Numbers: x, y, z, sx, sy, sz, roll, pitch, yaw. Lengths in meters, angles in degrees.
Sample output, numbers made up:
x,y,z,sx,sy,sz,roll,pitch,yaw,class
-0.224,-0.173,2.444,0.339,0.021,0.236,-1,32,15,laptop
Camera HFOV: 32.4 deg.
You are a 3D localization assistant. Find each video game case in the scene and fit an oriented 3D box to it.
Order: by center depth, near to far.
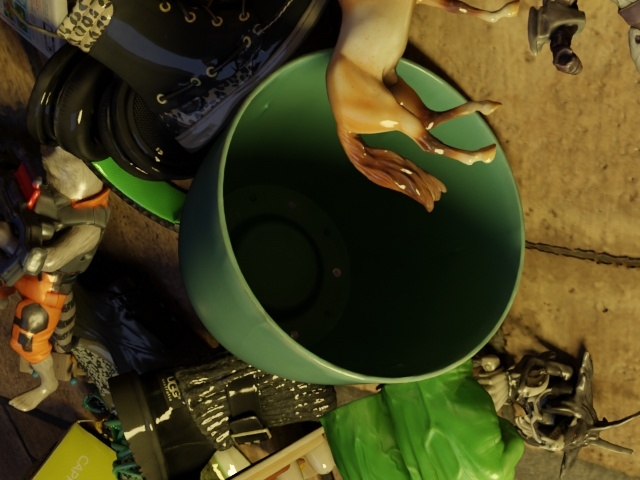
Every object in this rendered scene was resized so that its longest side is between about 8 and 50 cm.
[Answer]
x,y,z,sx,sy,sz,roll,pitch,yaw,class
-0.324,-0.286,1.195,0.143,0.019,0.157,40,145,24,video game case

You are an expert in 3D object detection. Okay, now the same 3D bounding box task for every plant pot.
x,y,z,sx,sy,sz,roll,pitch,yaw,class
0.000,0.000,1.021,0.293,0.293,0.235,48,151,-9,plant pot

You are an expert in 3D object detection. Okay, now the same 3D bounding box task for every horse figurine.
x,y,z,sx,sy,sz,roll,pitch,yaw,class
0.067,-0.157,0.895,0.174,0.066,0.263,9,97,7,horse figurine

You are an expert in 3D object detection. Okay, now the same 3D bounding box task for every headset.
x,y,z,sx,sy,sz,roll,pitch,yaw,class
-0.193,-0.161,1.169,0.243,0.185,0.394,16,151,35,headset

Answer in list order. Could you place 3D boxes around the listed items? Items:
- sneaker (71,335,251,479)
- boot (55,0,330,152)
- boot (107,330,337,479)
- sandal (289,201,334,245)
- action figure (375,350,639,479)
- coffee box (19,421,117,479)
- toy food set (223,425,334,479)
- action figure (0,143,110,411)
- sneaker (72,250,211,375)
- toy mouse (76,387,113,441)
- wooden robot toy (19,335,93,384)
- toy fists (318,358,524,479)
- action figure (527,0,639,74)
x,y,z,sx,sy,sz,roll,pitch,yaw,class
-0.244,0.310,1.600,0.158,0.182,0.410,-20,112,49,sneaker
-0.111,-0.208,0.987,0.178,0.085,0.236,38,119,-15,boot
-0.112,0.218,1.379,0.348,0.260,0.131,99,149,-67,boot
-0.008,-0.015,1.189,0.180,0.049,0.072,43,142,-3,sandal
0.181,0.175,1.145,0.276,0.141,0.164,18,126,29,action figure
-0.423,0.572,1.859,0.338,0.337,0.334,39,143,-7,coffee box
-0.094,0.347,1.426,0.092,0.306,0.220,61,143,8,toy food set
-0.359,-0.007,1.397,0.330,0.178,0.341,-62,38,28,action figure
-0.248,0.110,1.478,0.286,0.109,0.130,32,135,8,sneaker
-0.327,0.276,1.760,0.161,0.031,0.143,25,140,19,toy mouse
-0.395,0.176,1.713,0.173,0.076,0.079,4,94,38,wooden robot toy
0.098,0.209,1.077,0.279,0.096,0.142,-38,67,58,toy fists
0.252,-0.154,0.797,0.285,0.099,0.185,54,150,-10,action figure
